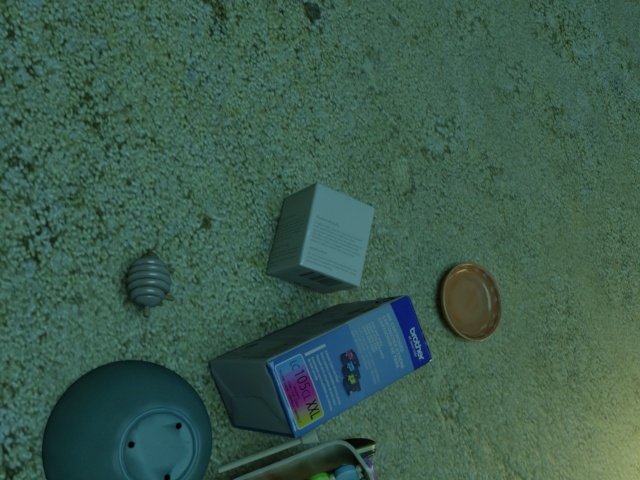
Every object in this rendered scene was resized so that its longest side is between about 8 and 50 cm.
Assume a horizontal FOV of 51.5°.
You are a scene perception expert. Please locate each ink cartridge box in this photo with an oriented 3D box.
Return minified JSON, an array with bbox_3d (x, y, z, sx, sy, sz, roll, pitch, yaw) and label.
[{"bbox_3d":[0.022,0.225,1.306,0.395,0.270,0.151,-23,93,-32],"label":"ink cartridge box"}]

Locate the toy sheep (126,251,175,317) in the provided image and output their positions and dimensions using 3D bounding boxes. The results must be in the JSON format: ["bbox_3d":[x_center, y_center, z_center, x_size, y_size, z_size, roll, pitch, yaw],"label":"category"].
[{"bbox_3d":[-0.319,0.081,1.241,0.091,0.091,0.132,9,56,-29],"label":"toy sheep"}]

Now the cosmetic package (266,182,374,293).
[{"bbox_3d":[0.000,0.000,1.411,0.151,0.151,0.183,23,69,-26],"label":"cosmetic package"}]

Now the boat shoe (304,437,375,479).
[{"bbox_3d":[0.016,0.469,1.369,0.223,0.080,0.073,-10,90,-27],"label":"boat shoe"}]

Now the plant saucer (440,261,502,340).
[{"bbox_3d":[0.375,0.155,1.674,0.200,0.037,0.200,8,75,-30],"label":"plant saucer"}]

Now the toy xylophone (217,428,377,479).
[{"bbox_3d":[-0.062,0.448,1.209,0.323,0.236,0.081,-26,51,3],"label":"toy xylophone"}]

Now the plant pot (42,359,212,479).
[{"bbox_3d":[-0.302,0.347,1.128,0.290,0.195,0.290,7,76,-30],"label":"plant pot"}]
